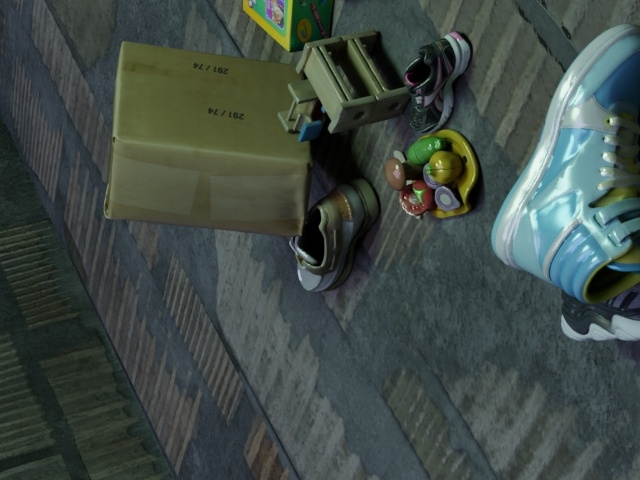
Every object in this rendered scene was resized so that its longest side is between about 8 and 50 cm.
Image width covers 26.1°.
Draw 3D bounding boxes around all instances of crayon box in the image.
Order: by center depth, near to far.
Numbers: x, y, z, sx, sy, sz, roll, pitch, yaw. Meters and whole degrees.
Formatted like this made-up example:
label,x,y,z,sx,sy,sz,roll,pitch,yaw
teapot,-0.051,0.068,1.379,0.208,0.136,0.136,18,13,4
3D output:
label,x,y,z,sx,sy,sz,roll,pitch,yaw
crayon box,-0.049,-0.465,2.229,0.165,0.081,0.278,48,143,43

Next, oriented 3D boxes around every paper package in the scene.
label,x,y,z,sx,sy,sz,roll,pitch,yaw
paper package,-0.185,-0.169,2.295,0.309,0.325,0.168,-95,14,-50

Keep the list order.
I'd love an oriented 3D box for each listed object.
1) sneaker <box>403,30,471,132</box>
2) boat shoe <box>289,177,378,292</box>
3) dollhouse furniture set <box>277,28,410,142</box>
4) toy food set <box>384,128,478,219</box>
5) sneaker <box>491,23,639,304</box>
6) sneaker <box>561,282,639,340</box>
label,x,y,z,sx,sy,sz,roll,pitch,yaw
sneaker,0.149,-0.225,1.976,0.072,0.077,0.178,57,149,34
boat shoe,0.000,0.000,2.351,0.113,0.103,0.302,59,151,23
dollhouse furniture set,0.036,-0.213,2.145,0.129,0.129,0.183,63,152,23
toy food set,0.150,-0.089,2.052,0.218,0.071,0.128,-16,89,64
sneaker,0.343,-0.072,1.572,0.208,0.127,0.319,40,114,45
sneaker,0.369,0.038,1.659,0.269,0.101,0.153,-12,92,63
